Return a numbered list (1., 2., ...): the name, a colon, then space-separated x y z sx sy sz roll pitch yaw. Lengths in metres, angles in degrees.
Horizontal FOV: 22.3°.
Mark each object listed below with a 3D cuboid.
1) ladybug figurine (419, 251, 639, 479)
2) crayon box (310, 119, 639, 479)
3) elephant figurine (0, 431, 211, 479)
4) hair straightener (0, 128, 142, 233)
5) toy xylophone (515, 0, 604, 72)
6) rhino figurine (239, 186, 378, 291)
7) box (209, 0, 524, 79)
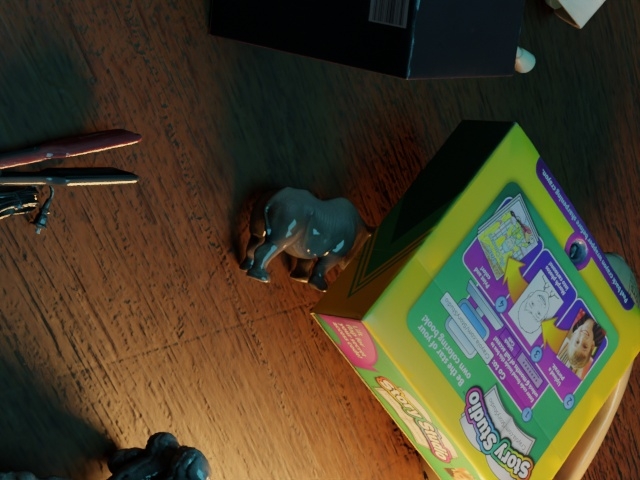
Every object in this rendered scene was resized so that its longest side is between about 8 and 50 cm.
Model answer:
1. ladybug figurine: 0.274 0.195 2.166 0.449 0.162 0.305 -54 138 -21
2. crayon box: 0.199 0.096 1.903 0.313 0.106 0.363 -50 121 -22
3. elephant figurine: -0.227 0.293 1.609 0.239 0.169 0.186 -20 85 -42
4. hair straightener: -0.260 -0.045 1.503 0.230 0.047 0.089 -17 117 -47
5. toy xylophone: 0.272 -0.352 2.000 0.236 0.081 0.323 -45 143 -2
6. rhino figurine: 0.000 0.000 1.825 0.243 0.073 0.106 10 99 -54
7. box: 0.046 -0.232 1.634 0.184 0.261 0.103 -12 113 -48
